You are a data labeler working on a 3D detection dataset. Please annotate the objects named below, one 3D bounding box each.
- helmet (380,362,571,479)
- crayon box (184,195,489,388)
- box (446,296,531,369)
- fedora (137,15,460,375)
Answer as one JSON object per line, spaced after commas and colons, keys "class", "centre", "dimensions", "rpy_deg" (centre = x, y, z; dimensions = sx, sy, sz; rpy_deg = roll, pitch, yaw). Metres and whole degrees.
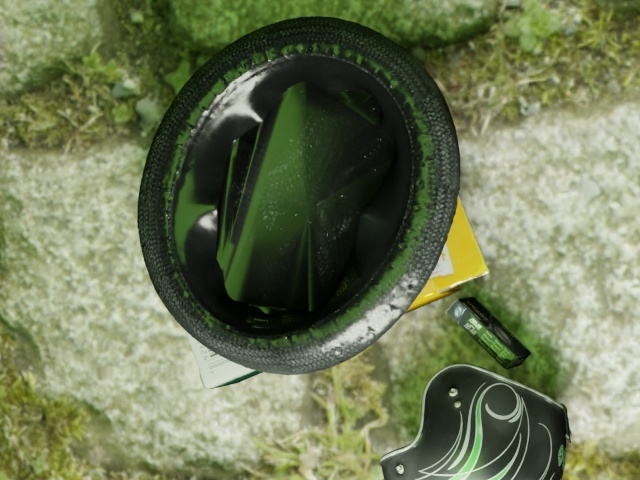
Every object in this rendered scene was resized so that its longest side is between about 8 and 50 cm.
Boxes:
{"class": "helmet", "centre": [0.149, 0.213, 1.707], "dimensions": [0.169, 0.169, 0.161], "rpy_deg": [19, 80, 18]}
{"class": "crayon box", "centre": [0.000, 0.000, 1.796], "dimensions": [0.323, 0.083, 0.203], "rpy_deg": [-23, 83, 18]}
{"class": "box", "centre": [0.167, 0.091, 1.748], "dimensions": [0.083, 0.067, 0.018], "rpy_deg": [45, 103, 14]}
{"class": "fedora", "centre": [-0.007, -0.040, 1.673], "dimensions": [0.334, 0.152, 0.334], "rpy_deg": [-1, 87, 17]}
